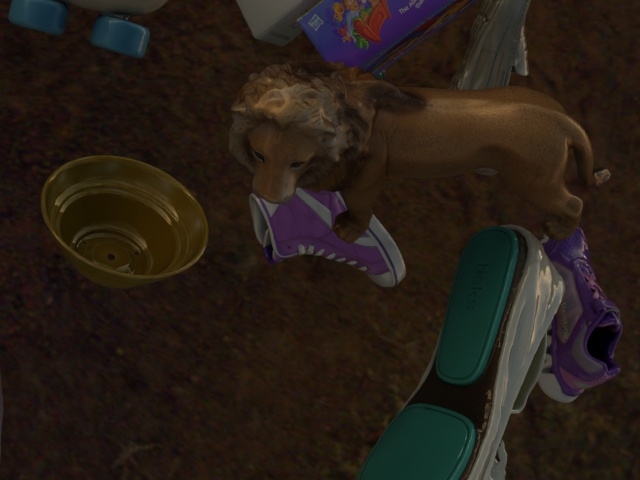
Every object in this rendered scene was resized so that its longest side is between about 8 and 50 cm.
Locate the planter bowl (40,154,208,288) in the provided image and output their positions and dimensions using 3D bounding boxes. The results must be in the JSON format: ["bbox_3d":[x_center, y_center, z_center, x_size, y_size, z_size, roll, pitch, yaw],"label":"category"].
[{"bbox_3d":[-0.261,-0.004,1.443,0.217,0.217,0.090,-6,140,-35],"label":"planter bowl"}]

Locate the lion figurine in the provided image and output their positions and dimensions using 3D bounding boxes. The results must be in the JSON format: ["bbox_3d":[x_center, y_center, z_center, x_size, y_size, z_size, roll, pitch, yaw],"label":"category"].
[{"bbox_3d":[0.110,-0.093,1.053,0.392,0.240,0.142,-8,65,-6],"label":"lion figurine"}]

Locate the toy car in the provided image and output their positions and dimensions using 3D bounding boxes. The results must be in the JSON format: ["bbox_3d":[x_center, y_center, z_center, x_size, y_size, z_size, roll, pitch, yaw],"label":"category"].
[{"bbox_3d":[-0.311,-0.376,1.505,0.210,0.238,0.219,13,96,-20],"label":"toy car"}]

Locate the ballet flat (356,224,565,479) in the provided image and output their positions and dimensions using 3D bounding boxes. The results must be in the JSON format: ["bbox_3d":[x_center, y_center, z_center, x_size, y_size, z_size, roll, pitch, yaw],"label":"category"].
[{"bbox_3d":[0.155,0.180,1.148,0.139,0.139,0.400,33,76,-36],"label":"ballet flat"}]

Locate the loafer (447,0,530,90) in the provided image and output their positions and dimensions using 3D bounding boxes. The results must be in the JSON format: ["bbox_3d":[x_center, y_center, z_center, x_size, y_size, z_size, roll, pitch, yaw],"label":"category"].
[{"bbox_3d":[0.298,-0.308,1.862,0.111,0.112,0.319,19,107,-9],"label":"loafer"}]

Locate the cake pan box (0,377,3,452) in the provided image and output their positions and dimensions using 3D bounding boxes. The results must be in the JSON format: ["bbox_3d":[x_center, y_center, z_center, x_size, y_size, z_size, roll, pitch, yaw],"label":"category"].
[{"bbox_3d":[-0.490,0.233,1.571,0.070,0.267,0.246,-3,124,-10],"label":"cake pan box"}]

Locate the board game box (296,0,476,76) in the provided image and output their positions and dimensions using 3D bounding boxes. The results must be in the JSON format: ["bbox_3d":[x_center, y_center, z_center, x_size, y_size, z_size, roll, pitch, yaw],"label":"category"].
[{"bbox_3d":[0.152,-0.300,1.193,0.347,0.233,0.078,-35,91,10],"label":"board game box"}]

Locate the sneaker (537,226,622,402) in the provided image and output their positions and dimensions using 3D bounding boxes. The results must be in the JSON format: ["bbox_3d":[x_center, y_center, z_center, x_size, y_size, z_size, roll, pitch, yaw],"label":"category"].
[{"bbox_3d":[0.340,0.087,1.444,0.095,0.104,0.236,15,67,-34],"label":"sneaker"}]

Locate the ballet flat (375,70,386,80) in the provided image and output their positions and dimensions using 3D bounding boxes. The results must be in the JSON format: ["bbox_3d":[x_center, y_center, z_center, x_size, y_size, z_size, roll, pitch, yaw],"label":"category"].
[{"bbox_3d":[0.071,-0.214,1.507,0.041,0.041,0.114,-54,165,-13],"label":"ballet flat"}]

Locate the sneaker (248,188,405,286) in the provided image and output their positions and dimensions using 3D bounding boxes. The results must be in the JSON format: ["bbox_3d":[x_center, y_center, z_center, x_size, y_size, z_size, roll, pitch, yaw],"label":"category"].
[{"bbox_3d":[-0.001,0.000,1.611,0.161,0.102,0.282,-46,119,-11],"label":"sneaker"}]

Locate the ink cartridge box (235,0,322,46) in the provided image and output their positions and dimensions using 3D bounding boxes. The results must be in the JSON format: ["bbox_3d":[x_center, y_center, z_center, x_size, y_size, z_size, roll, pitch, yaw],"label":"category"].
[{"bbox_3d":[-0.025,-0.391,1.217,0.060,0.239,0.275,4,56,-58],"label":"ink cartridge box"}]
